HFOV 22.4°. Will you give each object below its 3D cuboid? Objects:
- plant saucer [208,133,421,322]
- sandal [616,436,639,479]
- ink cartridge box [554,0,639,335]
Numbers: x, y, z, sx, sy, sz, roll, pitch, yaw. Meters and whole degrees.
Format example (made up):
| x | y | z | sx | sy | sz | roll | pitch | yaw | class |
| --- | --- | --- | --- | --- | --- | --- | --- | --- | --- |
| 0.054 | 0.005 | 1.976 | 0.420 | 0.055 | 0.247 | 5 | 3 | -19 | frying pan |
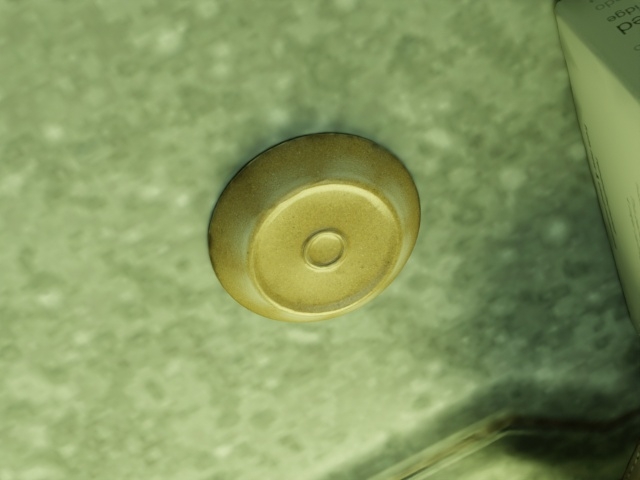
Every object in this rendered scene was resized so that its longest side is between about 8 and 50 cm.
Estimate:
| x | y | z | sx | sy | sz | roll | pitch | yaw | class |
| --- | --- | --- | --- | --- | --- | --- | --- | --- | --- |
| 0.000 | 0.000 | 0.606 | 0.083 | 0.015 | 0.083 | -8 | 124 | -12 | plant saucer |
| 0.202 | 0.082 | 0.679 | 0.302 | 0.120 | 0.086 | -12 | 97 | -12 | sandal |
| 0.212 | 0.003 | 0.540 | 0.171 | 0.233 | 0.168 | -23 | 125 | -3 | ink cartridge box |
